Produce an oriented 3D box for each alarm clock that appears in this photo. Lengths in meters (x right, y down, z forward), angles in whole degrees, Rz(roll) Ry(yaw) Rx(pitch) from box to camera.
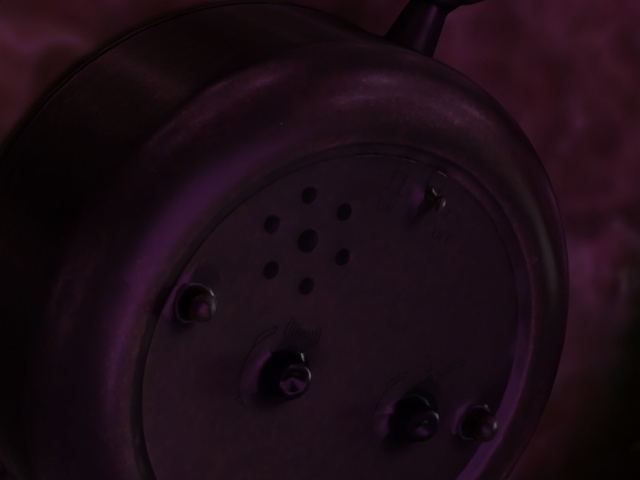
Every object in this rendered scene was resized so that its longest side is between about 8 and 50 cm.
[{"bbox_3d":[0.000,0.000,0.417,0.129,0.064,0.192,23,91,-35],"label":"alarm clock"}]
